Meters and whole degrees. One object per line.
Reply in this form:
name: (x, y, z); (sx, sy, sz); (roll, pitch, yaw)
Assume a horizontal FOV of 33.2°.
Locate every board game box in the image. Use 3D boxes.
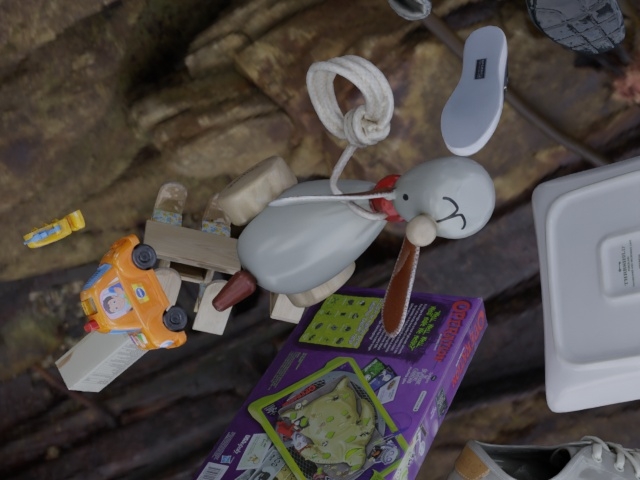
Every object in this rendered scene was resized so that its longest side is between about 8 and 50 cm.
board game box: (0.029, 0.174, 1.158); (0.208, 0.347, 0.056); (1, 125, 30)

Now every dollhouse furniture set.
dollhouse furniture set: (-0.124, 0.004, 1.512); (0.242, 0.212, 0.161); (13, 125, -13)

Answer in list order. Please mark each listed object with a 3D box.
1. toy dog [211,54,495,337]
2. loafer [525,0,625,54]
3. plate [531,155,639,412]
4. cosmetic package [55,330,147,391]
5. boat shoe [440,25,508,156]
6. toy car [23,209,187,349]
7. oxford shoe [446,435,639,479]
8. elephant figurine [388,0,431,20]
toy dog: (0.000, 0.000, 1.019); (0.161, 0.220, 0.333); (-50, -179, -30)
loafer: (0.170, -0.200, 0.777); (0.062, 0.061, 0.170); (-20, 138, 34)
plate: (0.342, 0.029, 1.148); (0.278, 0.277, 0.045); (-18, 153, 41)
cosmetic package: (-0.241, 0.124, 1.235); (0.115, 0.041, 0.060); (-39, 156, 13)
boat shoe: (0.220, -0.194, 1.483); (0.080, 0.228, 0.076); (-4, 142, 21)
toy car: (-0.110, 0.024, 0.522); (0.040, 0.122, 0.060); (-28, 112, -27)
oxford shoe: (0.368, 0.314, 1.345); (0.449, 0.169, 0.130); (4, 96, -10)
elephant figurine: (0.116, -0.384, 1.430); (0.169, 0.186, 0.239); (-21, 172, -23)
